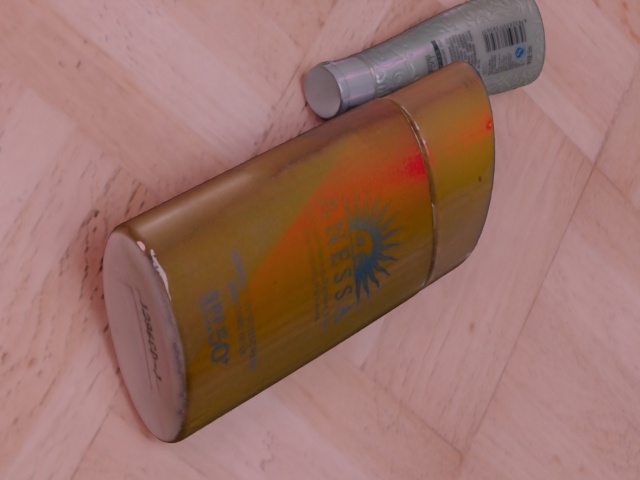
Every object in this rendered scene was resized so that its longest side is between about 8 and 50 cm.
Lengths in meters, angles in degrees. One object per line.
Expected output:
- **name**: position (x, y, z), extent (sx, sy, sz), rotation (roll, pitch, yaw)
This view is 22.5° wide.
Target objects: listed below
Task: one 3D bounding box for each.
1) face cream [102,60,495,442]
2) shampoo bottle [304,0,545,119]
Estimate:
- **face cream**: position (0.000, 0.000, 0.964), extent (0.285, 0.067, 0.139), rotation (-30, 126, -37)
- **shampoo bottle**: position (0.072, -0.117, 1.058), extent (0.190, 0.041, 0.069), rotation (-21, 114, -37)
